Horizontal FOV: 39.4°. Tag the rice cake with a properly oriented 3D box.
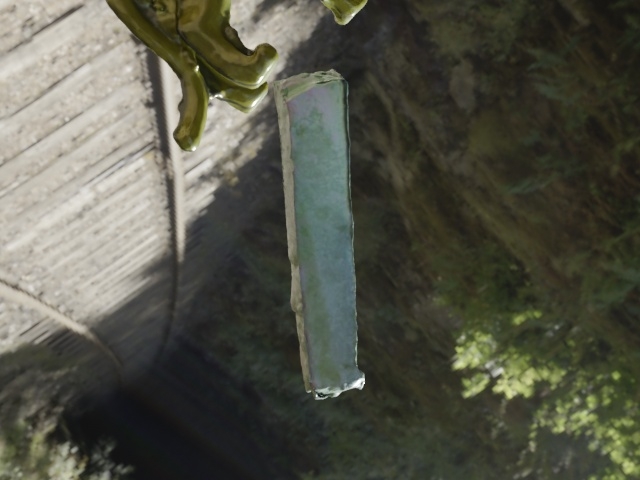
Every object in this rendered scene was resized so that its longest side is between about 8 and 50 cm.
[{"bbox_3d":[0.000,0.000,0.565,0.043,0.210,0.034,-7,-164,-11],"label":"rice cake"}]

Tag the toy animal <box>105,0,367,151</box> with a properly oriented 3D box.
[{"bbox_3d":[-0.055,-0.140,0.444,0.181,0.136,0.073,-50,179,-31],"label":"toy animal"}]
